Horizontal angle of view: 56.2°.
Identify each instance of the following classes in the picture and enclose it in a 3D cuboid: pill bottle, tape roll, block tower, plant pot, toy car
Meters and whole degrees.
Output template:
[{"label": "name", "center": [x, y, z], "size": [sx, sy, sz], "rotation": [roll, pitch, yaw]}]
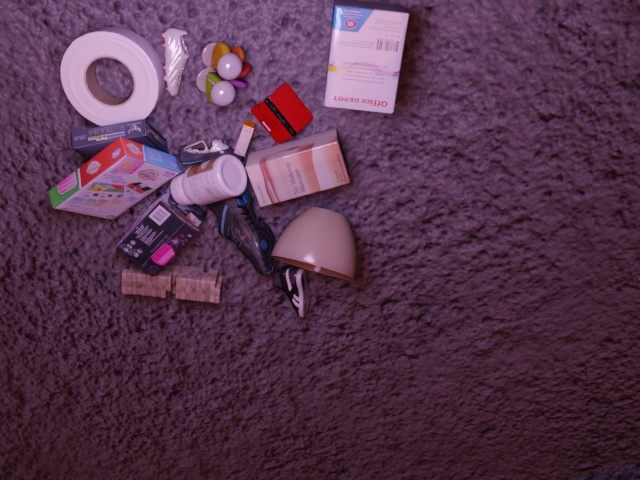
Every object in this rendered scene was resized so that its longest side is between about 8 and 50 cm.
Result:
[{"label": "pill bottle", "center": [-0.354, -0.180, 1.873], "size": [0.229, 0.131, 0.131], "rotation": [-12, 120, 34]}, {"label": "tape roll", "center": [-0.609, -0.479, 1.773], "size": [0.287, 0.100, 0.286], "rotation": [0, 118, 0]}, {"label": "block tower", "center": [-0.516, 0.143, 2.106], "size": [0.336, 0.097, 0.090], "rotation": [6, 118, -5]}, {"label": "plant pot", "center": [0.000, 0.000, 1.951], "size": [0.284, 0.284, 0.190], "rotation": [17, 84, -8]}, {"label": "toy car", "center": [-0.272, -0.484, 1.758], "size": [0.136, 0.159, 0.181], "rotation": [-4, 125, -39]}]

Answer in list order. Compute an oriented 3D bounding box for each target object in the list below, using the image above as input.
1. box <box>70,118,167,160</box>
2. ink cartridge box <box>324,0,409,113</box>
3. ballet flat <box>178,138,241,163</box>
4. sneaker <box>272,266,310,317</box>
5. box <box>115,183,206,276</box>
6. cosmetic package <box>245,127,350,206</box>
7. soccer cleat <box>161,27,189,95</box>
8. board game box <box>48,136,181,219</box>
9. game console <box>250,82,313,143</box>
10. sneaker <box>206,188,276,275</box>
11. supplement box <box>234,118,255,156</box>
[{"label": "box", "center": [-0.609, -0.295, 1.827], "size": [0.233, 0.183, 0.059], "rotation": [-9, 78, 4]}, {"label": "ink cartridge box", "center": [0.121, -0.521, 1.689], "size": [0.198, 0.197, 0.269], "rotation": [6, 118, -3]}, {"label": "ballet flat", "center": [-0.351, -0.283, 1.893], "size": [0.203, 0.074, 0.074], "rotation": [-3, 118, 5]}, {"label": "sneaker", "center": [-0.108, 0.177, 2.138], "size": [0.121, 0.079, 0.216], "rotation": [10, 129, 17]}, {"label": "box", "center": [-0.526, -0.036, 1.983], "size": [0.163, 0.142, 0.247], "rotation": [41, 110, -18]}, {"label": "cosmetic package", "center": [-0.069, -0.228, 1.884], "size": [0.297, 0.129, 0.153], "rotation": [-16, 118, 9]}, {"label": "soccer cleat", "center": [-0.424, -0.523, 1.768], "size": [0.076, 0.068, 0.196], "rotation": [2, 115, -4]}, {"label": "board game box", "center": [-0.630, -0.182, 1.851], "size": [0.317, 0.242, 0.064], "rotation": [-30, 71, 20]}, {"label": "game console", "center": [-0.120, -0.393, 1.863], "size": [0.124, 0.085, 0.144], "rotation": [-18, 120, 45]}, {"label": "sneaker", "center": [-0.257, -0.028, 2.015], "size": [0.140, 0.125, 0.340], "rotation": [-12, 114, 27]}, {"label": "supplement box", "center": [-0.236, -0.321, 1.874], "size": [0.036, 0.062, 0.098], "rotation": [19, 117, -11]}]
